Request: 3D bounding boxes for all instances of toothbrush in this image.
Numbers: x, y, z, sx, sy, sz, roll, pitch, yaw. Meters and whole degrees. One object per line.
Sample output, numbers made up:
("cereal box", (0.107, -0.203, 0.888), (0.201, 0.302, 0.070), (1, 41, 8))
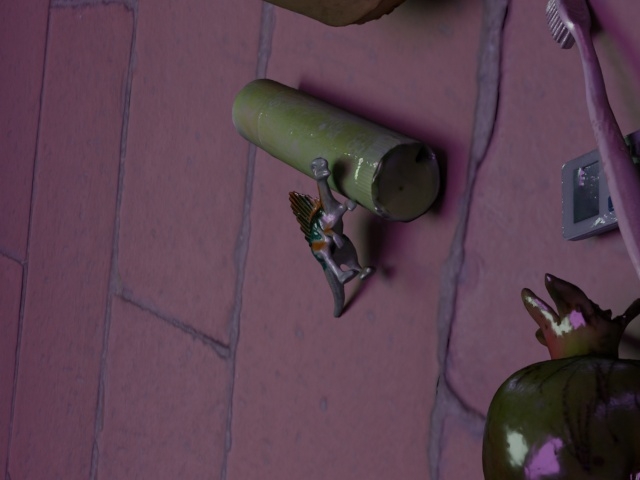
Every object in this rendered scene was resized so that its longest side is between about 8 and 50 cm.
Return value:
("toothbrush", (0.192, -0.070, 0.821), (0.029, 0.025, 0.307), (117, 155, -46))

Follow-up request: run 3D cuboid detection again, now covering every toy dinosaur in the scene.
("toy dinosaur", (0.003, -0.002, 1.109), (0.106, 0.044, 0.187), (53, 164, 12))

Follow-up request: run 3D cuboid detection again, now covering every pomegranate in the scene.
("pomegranate", (0.179, 0.109, 0.771), (0.131, 0.152, 0.191), (120, 162, -47))

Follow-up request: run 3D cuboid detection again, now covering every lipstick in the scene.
("lipstick", (0.008, -0.092, 1.145), (0.304, 0.076, 0.076), (34, 116, 57))

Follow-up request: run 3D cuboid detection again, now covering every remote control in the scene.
("remote control", (0.220, -0.043, 0.816), (0.162, 0.029, 0.061), (-25, 57, 61))

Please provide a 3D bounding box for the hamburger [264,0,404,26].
("hamburger", (0.024, -0.330, 1.038), (0.300, 0.176, 0.300), (-12, 76, 58))
